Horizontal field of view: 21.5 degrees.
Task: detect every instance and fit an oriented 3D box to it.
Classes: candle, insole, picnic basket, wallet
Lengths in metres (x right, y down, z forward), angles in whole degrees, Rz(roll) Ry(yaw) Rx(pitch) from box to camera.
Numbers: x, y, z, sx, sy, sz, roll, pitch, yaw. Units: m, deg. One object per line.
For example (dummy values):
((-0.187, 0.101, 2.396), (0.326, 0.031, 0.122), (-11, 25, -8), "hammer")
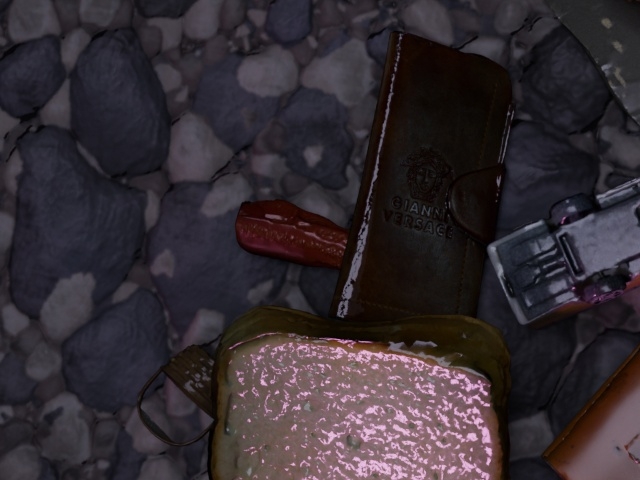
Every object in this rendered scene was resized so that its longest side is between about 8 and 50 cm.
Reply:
((0.000, 0.000, 1.476), (0.162, 0.048, 0.053), (15, 81, 16), "candle")
((0.274, -0.162, 1.460), (0.081, 0.011, 0.248), (-37, 73, 2), "insole")
((-0.118, 0.138, 1.468), (0.072, 0.072, 0.083), (40, 78, 17), "picnic basket")
((0.095, -0.043, 1.440), (0.137, 0.031, 0.255), (14, 83, -20), "wallet")
((0.299, 0.189, 1.376), (0.195, 0.042, 0.161), (42, 87, 19), "wallet")

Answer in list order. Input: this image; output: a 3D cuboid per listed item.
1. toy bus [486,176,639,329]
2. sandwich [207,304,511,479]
((0.276, -0.011, 1.383), (0.268, 0.106, 0.092), (-25, 75, 10), "toy bus")
((0.032, 0.167, 1.393), (0.251, 0.087, 0.226), (3, 109, 14), "sandwich")
